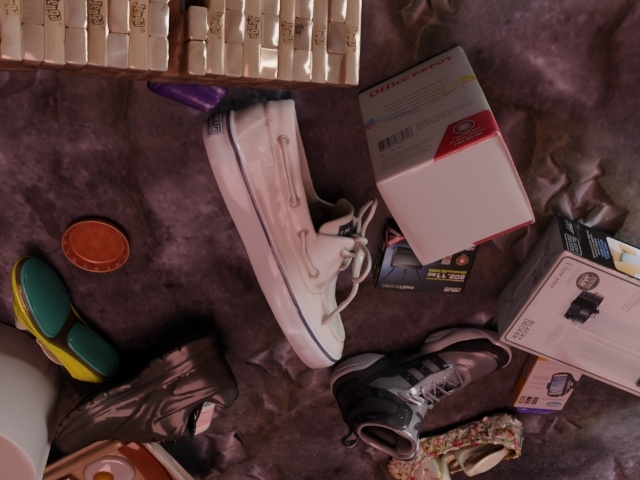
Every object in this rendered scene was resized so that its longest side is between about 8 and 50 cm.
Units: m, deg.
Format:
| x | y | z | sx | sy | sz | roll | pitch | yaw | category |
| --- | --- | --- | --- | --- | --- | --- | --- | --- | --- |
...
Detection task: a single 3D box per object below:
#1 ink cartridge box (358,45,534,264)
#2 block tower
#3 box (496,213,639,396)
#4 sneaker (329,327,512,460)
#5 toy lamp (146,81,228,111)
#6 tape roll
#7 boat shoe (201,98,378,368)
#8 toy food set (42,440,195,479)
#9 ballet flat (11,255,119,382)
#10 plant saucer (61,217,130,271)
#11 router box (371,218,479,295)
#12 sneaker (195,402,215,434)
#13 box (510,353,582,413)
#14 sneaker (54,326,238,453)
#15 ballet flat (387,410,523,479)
| x | y | z | sx | sy | sz | roll | pitch | yaw | category |
| --- | --- | --- | --- | --- | --- | --- | --- | --- | --- |
| 0.129 | -0.093 | 0.816 | 0.128 | 0.176 | 0.127 | -23 | 129 | 15 | ink cartridge box |
| -0.131 | -0.192 | 0.701 | 0.335 | 0.097 | 0.091 | 0 | 96 | -24 | block tower |
| 0.399 | 0.102 | 1.010 | 0.289 | 0.087 | 0.169 | 21 | 125 | -5 | box |
| 0.148 | 0.221 | 1.084 | 0.268 | 0.153 | 0.101 | -15 | 129 | 9 | sneaker |
| -0.208 | -0.222 | 0.752 | 0.274 | 0.080 | 0.080 | 33 | 120 | -27 | toy lamp |
| -0.493 | 0.246 | 1.054 | 0.246 | 0.169 | 0.246 | -2 | 129 | -3 | tape roll |
| -0.001 | -0.006 | 0.919 | 0.156 | 0.136 | 0.367 | -17 | 118 | 6 | boat shoe |
| -0.329 | 0.427 | 1.188 | 0.306 | 0.092 | 0.220 | -28 | 121 | 10 | toy food set |
| -0.357 | 0.114 | 1.022 | 0.077 | 0.077 | 0.231 | -7 | 133 | 23 | ballet flat |
| -0.283 | 0.005 | 0.972 | 0.083 | 0.013 | 0.083 | -1 | 128 | -2 | plant saucer |
| 0.135 | 0.023 | 0.996 | 0.122 | 0.038 | 0.092 | 4 | 129 | -7 | router box |
| -0.227 | 0.264 | 1.160 | 0.134 | 0.051 | 0.070 | 2 | 124 | -11 | sneaker |
| 0.345 | 0.213 | 1.172 | 0.081 | 0.028 | 0.136 | 6 | 131 | -9 | box |
| -0.242 | 0.237 | 1.064 | 0.286 | 0.109 | 0.130 | -30 | 95 | 15 | sneaker |
| 0.216 | 0.349 | 1.241 | 0.241 | 0.077 | 0.091 | -30 | 125 | 20 | ballet flat |
